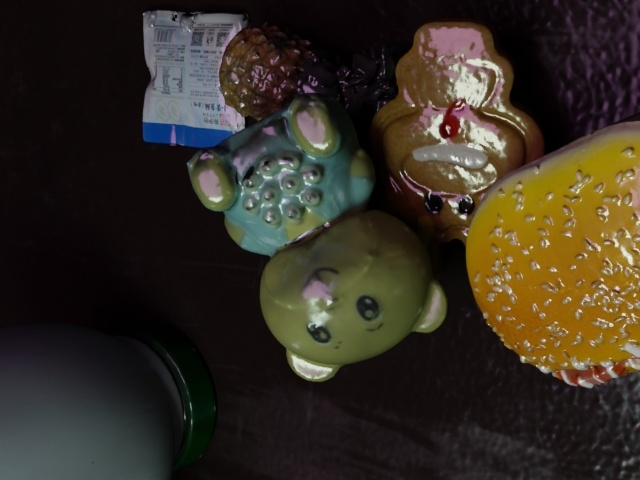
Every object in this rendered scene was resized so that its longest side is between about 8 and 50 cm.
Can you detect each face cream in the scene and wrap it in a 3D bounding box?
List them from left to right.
[{"bbox_3d":[-0.321,0.235,1.325,0.312,0.357,0.219,46,123,21],"label":"face cream"}]

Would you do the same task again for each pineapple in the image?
[{"bbox_3d":[0.004,-0.170,1.165,0.237,0.111,0.119,18,129,27],"label":"pineapple"}]

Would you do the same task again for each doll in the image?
[{"bbox_3d":[0.000,0.000,1.064,0.177,0.161,0.260,-28,90,10],"label":"doll"}]

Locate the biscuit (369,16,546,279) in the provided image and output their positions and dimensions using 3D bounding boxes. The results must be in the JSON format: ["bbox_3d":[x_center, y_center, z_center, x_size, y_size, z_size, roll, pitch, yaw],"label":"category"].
[{"bbox_3d":[0.133,-0.074,1.069,0.186,0.044,0.295,2,115,22],"label":"biscuit"}]

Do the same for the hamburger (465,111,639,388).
[{"bbox_3d":[0.265,0.010,0.928,0.227,0.151,0.295,49,141,-11],"label":"hamburger"}]

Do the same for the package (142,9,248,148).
[{"bbox_3d":[-0.160,-0.199,1.332,0.171,0.027,0.173,9,105,32],"label":"package"}]
